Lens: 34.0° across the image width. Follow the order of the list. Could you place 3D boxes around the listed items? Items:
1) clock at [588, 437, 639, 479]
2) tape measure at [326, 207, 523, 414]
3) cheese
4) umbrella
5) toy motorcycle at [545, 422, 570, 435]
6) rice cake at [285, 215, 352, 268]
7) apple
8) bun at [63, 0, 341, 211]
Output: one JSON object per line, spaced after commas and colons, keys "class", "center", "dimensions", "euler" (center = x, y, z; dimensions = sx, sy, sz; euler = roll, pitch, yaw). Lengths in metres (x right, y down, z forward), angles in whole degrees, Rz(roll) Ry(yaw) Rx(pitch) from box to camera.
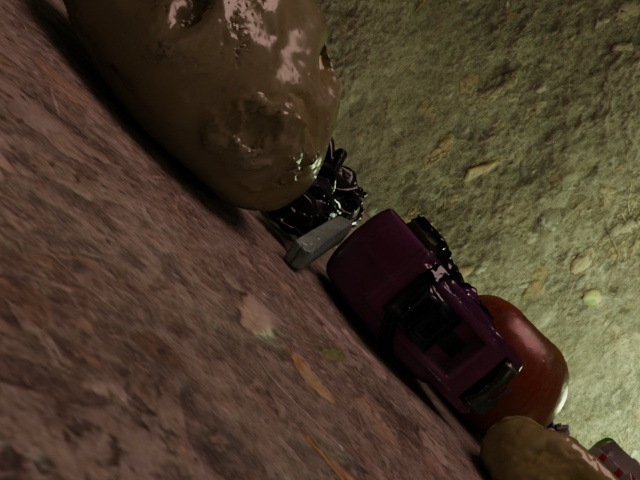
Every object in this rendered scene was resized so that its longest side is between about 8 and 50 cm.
{"class": "clock", "center": [0.545, 0.493, 1.661], "dimensions": [0.235, 0.166, 0.309], "euler": [44, 0, -39]}
{"class": "tape measure", "center": [0.128, 0.077, 1.326], "dimensions": [0.245, 0.149, 0.231], "euler": [45, 8, -37]}
{"class": "cheese", "center": [0.292, 0.302, 1.266], "dimensions": [0.226, 0.117, 0.214], "euler": [45, -1, 10]}
{"class": "umbrella", "center": [-0.019, -0.077, 1.404], "dimensions": [0.154, 0.128, 0.336], "euler": [54, 9, 7]}
{"class": "toy motorcycle", "center": [0.333, 0.326, 1.586], "dimensions": [0.112, 0.112, 0.254], "euler": [50, 6, 14]}
{"class": "rice cake", "center": [0.000, 0.001, 1.246], "dimensions": [0.029, 0.033, 0.171], "euler": [34, 21, 9]}
{"class": "apple", "center": [0.250, 0.183, 1.482], "dimensions": [0.209, 0.164, 0.209], "euler": [45, 1, -1]}
{"class": "bun", "center": [-0.105, -0.206, 1.098], "dimensions": [0.362, 0.235, 0.326], "euler": [56, 1, 8]}
